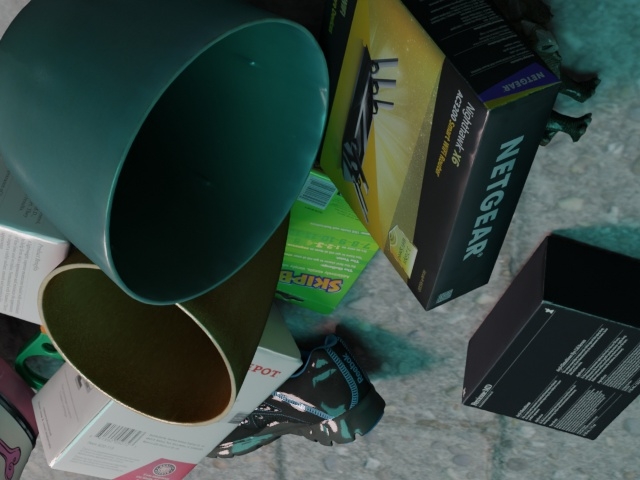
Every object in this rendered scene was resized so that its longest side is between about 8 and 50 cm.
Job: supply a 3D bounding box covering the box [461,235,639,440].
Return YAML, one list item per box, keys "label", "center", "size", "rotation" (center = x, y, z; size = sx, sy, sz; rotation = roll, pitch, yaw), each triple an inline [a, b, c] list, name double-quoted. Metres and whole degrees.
- label: "box"
  center: [0.302, 0.124, 1.686]
  size: [0.184, 0.103, 0.261]
  rotation: [14, 144, -10]

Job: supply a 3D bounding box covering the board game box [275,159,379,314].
- label: "board game box"
  center: [0.000, 0.000, 1.656]
  size: [0.124, 0.039, 0.259]
  rotation: [20, 140, -10]

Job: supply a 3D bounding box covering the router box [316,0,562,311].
- label: "router box"
  center: [0.090, -0.117, 1.309]
  size: [0.081, 0.243, 0.309]
  rotation: [-23, 150, -22]

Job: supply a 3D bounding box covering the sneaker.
- label: "sneaker"
  center: [-0.072, 0.206, 1.912]
  size: [0.341, 0.125, 0.140]
  rotation: [-14, 110, 34]

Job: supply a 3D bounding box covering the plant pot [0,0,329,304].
- label: "plant pot"
  center: [-0.175, -0.121, 1.334]
  size: [0.235, 0.293, 0.293]
  rotation: [31, 153, 28]

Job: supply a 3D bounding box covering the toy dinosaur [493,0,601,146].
- label: "toy dinosaur"
  center: [0.170, -0.140, 1.384]
  size: [0.160, 0.121, 0.313]
  rotation: [34, 144, -10]

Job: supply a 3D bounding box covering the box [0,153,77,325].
- label: "box"
  center: [-0.322, -0.033, 1.573]
  size: [0.119, 0.182, 0.181]
  rotation: [18, 143, -6]

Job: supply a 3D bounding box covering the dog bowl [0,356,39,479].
- label: "dog bowl"
  center: [-0.545, 0.195, 1.864]
  size: [0.408, 0.150, 0.408]
  rotation: [28, 155, 14]

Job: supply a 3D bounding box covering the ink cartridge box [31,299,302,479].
- label: "ink cartridge box"
  center: [-0.193, 0.176, 1.757]
  size: [0.207, 0.117, 0.283]
  rotation: [22, 122, -43]

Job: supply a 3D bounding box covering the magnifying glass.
- label: "magnifying glass"
  center: [-0.337, 0.124, 1.754]
  size: [0.092, 0.026, 0.231]
  rotation: [14, 142, -1]

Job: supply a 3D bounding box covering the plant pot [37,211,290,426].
- label: "plant pot"
  center: [-0.138, 0.032, 1.529]
  size: [0.237, 0.254, 0.237]
  rotation: [20, 140, 18]
